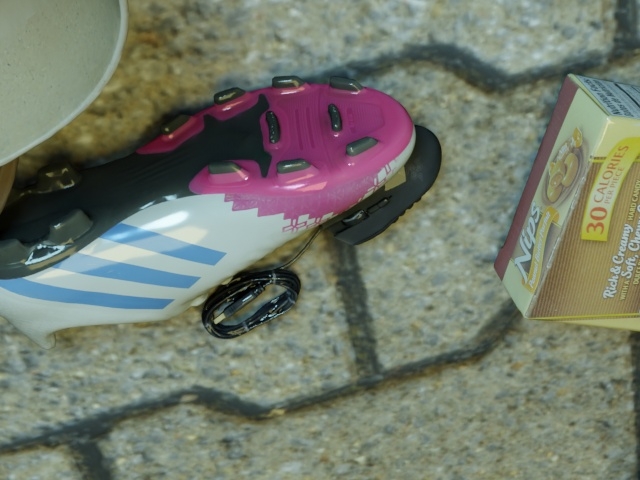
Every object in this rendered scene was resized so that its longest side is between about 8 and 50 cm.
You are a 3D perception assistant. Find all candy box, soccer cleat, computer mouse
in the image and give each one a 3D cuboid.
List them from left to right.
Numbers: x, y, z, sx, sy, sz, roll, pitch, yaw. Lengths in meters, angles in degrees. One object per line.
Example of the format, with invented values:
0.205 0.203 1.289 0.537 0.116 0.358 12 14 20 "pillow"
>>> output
-0.088 -0.016 0.835 0.331 0.116 0.143 -17 138 -1 "soccer cleat"
0.000 0.000 0.895 0.242 0.041 0.071 -44 121 14 "computer mouse"
0.323 -0.015 0.939 0.316 0.087 0.183 7 119 -18 "candy box"

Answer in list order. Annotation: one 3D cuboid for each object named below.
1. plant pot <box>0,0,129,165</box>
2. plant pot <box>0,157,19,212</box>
-0.249 -0.155 0.515 0.284 0.191 0.284 -16 161 -6 "plant pot"
-0.297 -0.070 0.679 0.237 0.110 0.237 0 91 -17 "plant pot"
